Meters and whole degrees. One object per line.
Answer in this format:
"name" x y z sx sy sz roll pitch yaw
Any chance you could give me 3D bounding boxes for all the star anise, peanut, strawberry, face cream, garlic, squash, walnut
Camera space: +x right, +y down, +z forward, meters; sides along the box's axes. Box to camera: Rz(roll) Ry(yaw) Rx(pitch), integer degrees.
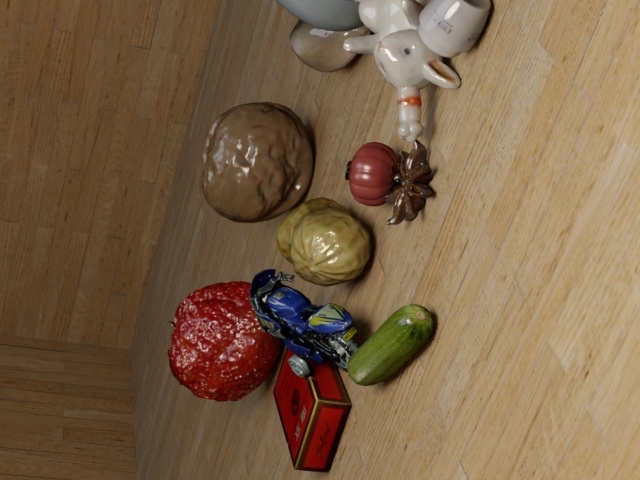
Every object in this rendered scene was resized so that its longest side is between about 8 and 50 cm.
"star anise" 0.142 -0.083 1.732 0.141 0.042 0.141 -167 90 -73
"peanut" 0.000 0.000 1.985 0.305 0.147 0.146 -132 53 -71
"strawberry" -0.184 0.204 2.345 0.277 0.257 0.257 -30 51 47
"face cream" 0.194 -0.320 1.613 0.095 0.091 0.091 -53 31 41
"garlic" 0.027 -0.463 2.160 0.325 0.132 0.279 -104 27 -60
"squash" 0.104 0.162 1.686 0.239 0.069 0.069 127 147 -53
"walnut" -0.136 -0.161 2.350 0.273 0.227 0.273 -167 90 -74

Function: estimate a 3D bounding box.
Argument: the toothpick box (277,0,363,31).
"toothpick box" 0.049 -0.511 1.866 0.354 0.263 0.263 -53 31 39

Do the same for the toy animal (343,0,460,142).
"toy animal" 0.127 -0.304 1.722 0.140 0.138 0.282 -35 44 45

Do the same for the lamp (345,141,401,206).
"lamp" 0.088 -0.109 1.838 0.107 0.092 0.107 9 -90 -72

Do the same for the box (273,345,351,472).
"box" -0.020 0.285 2.015 0.239 0.074 0.153 -115 42 -60

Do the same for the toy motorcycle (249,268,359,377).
"toy motorcycle" -0.036 0.137 1.931 0.315 0.113 0.168 16 139 52
